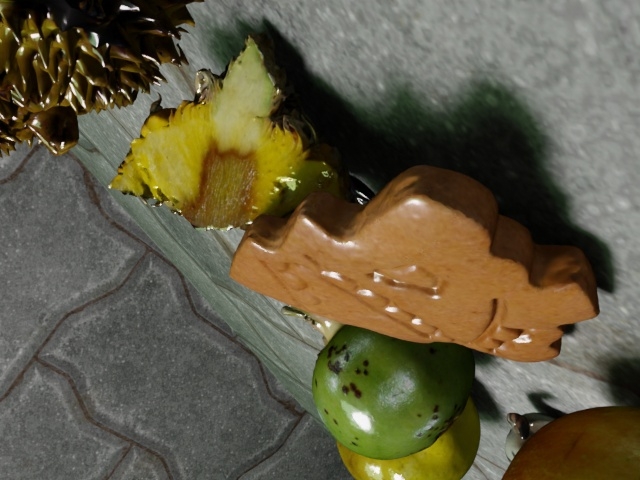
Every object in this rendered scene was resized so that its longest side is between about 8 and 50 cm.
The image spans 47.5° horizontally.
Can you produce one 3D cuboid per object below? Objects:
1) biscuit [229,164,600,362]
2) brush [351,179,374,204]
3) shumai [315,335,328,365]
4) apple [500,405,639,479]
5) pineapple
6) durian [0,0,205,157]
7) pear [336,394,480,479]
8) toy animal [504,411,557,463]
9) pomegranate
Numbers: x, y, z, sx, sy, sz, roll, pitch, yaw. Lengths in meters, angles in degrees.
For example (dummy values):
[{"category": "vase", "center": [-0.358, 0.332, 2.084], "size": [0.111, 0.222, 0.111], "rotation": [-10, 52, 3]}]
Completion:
[{"category": "biscuit", "center": [0.052, 0.034, 0.560], "size": [0.306, 0.043, 0.284], "rotation": [0, 154, 33]}, {"category": "brush", "center": [0.000, 0.000, 0.819], "size": [0.068, 0.060, 0.297], "rotation": [42, 165, -1]}, {"category": "shumai", "center": [0.062, 0.174, 1.113], "size": [0.123, 0.105, 0.139], "rotation": [2, -155, -34]}, {"category": "apple", "center": [0.236, 0.240, 0.526], "size": [0.207, 0.237, 0.237], "rotation": [10, 146, 40]}, {"category": "pineapple", "center": [-0.056, -0.099, 0.651], "size": [0.249, 0.139, 0.164], "rotation": [5, 104, 27]}, {"category": "durian", "center": [-0.266, -0.221, 0.450], "size": [0.347, 0.347, 0.385], "rotation": [17, 137, 61]}, {"category": "pear", "center": [0.113, 0.241, 0.942], "size": [0.200, 0.200, 0.200], "rotation": [41, 165, 14]}, {"category": "toy animal", "center": [0.286, 0.276, 0.761], "size": [0.170, 0.090, 0.255], "rotation": [28, 155, 57]}, {"category": "pomegranate", "center": [0.058, 0.124, 0.792], "size": [0.224, 0.181, 0.181], "rotation": [50, 167, 15]}]
